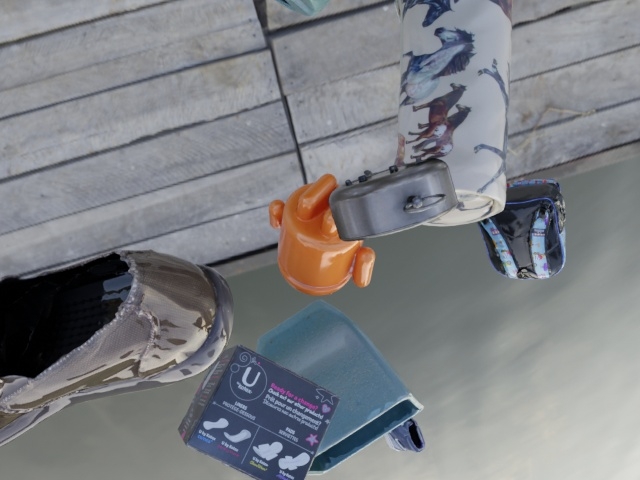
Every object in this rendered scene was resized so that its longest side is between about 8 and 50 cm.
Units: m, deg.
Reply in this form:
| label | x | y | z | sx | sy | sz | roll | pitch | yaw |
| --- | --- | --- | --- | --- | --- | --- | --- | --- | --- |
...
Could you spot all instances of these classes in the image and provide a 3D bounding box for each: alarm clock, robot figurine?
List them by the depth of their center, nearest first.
| label | x | y | z | sx | sy | sz | roll | pitch | yaw |
| --- | --- | --- | --- | --- | --- | --- | --- | --- | --- |
| alarm clock | 0.078 | -0.044 | 0.583 | 0.129 | 0.192 | 0.064 | -19 | 101 | -9 |
| robot figurine | -0.001 | -0.001 | 0.869 | 0.157 | 0.128 | 0.219 | 2 | 144 | -7 |

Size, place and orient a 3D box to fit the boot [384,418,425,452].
| label | x | y | z | sx | sy | sz | roll | pitch | yaw |
| --- | --- | --- | --- | --- | --- | --- | --- | --- | --- |
| boot | 0.163 | 0.375 | 1.265 | 0.069 | 0.190 | 0.086 | -32 | -173 | -35 |

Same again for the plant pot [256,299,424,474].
| label | x | y | z | sx | sy | sz | roll | pitch | yaw |
| --- | --- | --- | --- | --- | --- | --- | --- | --- | --- |
| plant pot | 0.013 | 0.264 | 1.090 | 0.247 | 0.252 | 0.248 | -34 | 154 | 1 |

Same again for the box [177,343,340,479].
| label | x | y | z | sx | sy | sz | roll | pitch | yaw |
| --- | --- | --- | --- | --- | --- | --- | --- | --- | --- |
| box | -0.098 | 0.252 | 0.836 | 0.163 | 0.142 | 0.247 | 29 | 161 | -8 |

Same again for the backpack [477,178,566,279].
| label | x | y | z | sx | sy | sz | roll | pitch | yaw |
| --- | --- | --- | --- | --- | --- | --- | --- | --- | --- |
| backpack | 0.391 | -0.016 | 1.099 | 0.158 | 0.117 | 0.173 | -6 | 118 | 35 |

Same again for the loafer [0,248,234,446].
| label | x | y | z | sx | sy | sz | roll | pitch | yaw |
| --- | --- | --- | --- | --- | --- | --- | --- | --- | --- |
| loafer | -0.259 | 0.080 | 0.474 | 0.365 | 0.134 | 0.130 | -21 | 148 | 8 |

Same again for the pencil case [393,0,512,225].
| label | x | y | z | sx | sy | sz | roll | pitch | yaw |
| --- | --- | --- | --- | --- | --- | --- | --- | --- | --- |
| pencil case | 0.182 | -0.222 | 0.840 | 0.183 | 0.411 | 0.160 | 1 | 170 | 21 |

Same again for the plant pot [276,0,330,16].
| label | x | y | z | sx | sy | sz | roll | pitch | yaw |
| --- | --- | --- | --- | --- | --- | --- | --- | --- | --- |
| plant pot | -0.001 | -0.458 | 0.618 | 0.341 | 0.341 | 0.334 | 34 | 98 | -37 |
